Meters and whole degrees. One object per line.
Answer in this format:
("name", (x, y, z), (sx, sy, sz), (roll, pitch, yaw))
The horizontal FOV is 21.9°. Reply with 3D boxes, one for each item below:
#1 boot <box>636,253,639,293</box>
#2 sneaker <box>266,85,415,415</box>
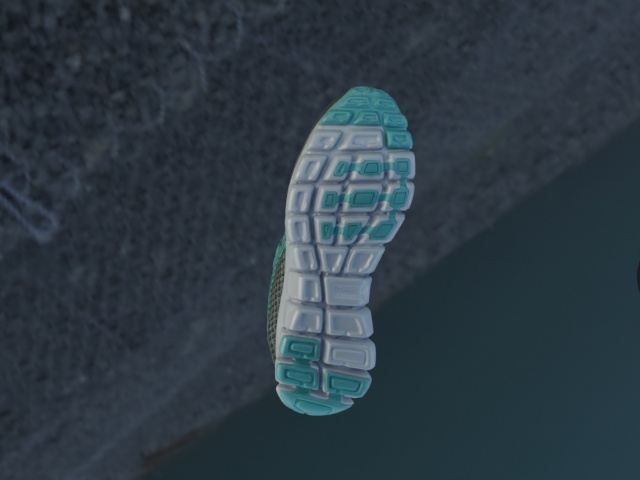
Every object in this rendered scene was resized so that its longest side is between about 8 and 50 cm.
("boot", (0.109, 0.001, 0.276), (0.045, 0.121, 0.099), (-24, 140, -26))
("sneaker", (0.000, 0.000, 0.833), (0.065, 0.076, 0.166), (9, 104, -19))
